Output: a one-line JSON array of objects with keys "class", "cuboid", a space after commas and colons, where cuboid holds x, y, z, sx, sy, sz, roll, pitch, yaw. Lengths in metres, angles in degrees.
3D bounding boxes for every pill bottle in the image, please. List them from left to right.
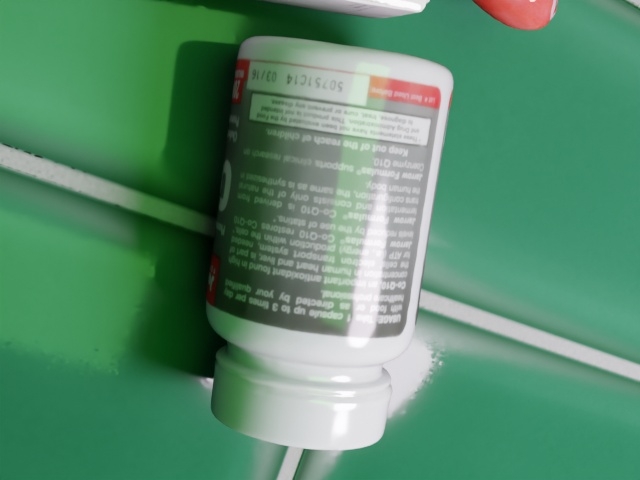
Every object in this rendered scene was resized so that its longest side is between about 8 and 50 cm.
[{"class": "pill bottle", "cuboid": [0.000, 0.000, 0.739, 0.161, 0.161, 0.283, 5, 97, -25]}]

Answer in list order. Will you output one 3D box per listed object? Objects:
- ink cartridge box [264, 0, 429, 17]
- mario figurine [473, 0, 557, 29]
[{"class": "ink cartridge box", "cuboid": [-0.058, -0.277, 0.685, 0.283, 0.117, 0.207, 4, 98, -25]}, {"class": "mario figurine", "cuboid": [0.185, -0.326, 0.761, 0.198, 0.170, 0.320, -1, 98, -26]}]
